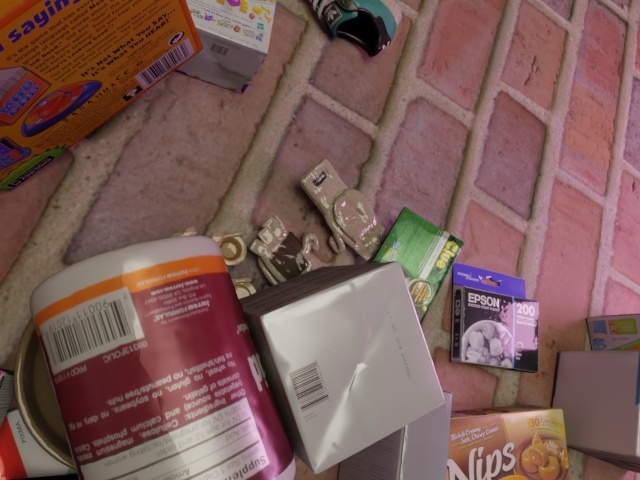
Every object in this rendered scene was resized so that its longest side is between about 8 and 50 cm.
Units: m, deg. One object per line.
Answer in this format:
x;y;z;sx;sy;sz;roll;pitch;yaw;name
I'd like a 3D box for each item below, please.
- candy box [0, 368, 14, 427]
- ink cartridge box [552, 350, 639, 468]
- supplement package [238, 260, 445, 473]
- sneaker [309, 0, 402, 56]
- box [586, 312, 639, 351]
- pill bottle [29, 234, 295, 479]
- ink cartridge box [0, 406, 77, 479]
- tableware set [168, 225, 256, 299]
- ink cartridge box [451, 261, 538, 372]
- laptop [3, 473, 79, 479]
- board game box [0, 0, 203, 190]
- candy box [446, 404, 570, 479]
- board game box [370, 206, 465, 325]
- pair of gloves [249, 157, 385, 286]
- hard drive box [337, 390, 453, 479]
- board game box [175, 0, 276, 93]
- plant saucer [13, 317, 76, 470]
-0.481;0.252;0.587;0.159;0.071;0.233;16;70;-8;candy box
0.660;0.367;1.057;0.270;0.197;0.198;25;69;-19;ink cartridge box
-0.001;0.157;0.728;0.198;0.263;0.199;-20;93;-22;supplement package
0.028;-0.489;1.003;0.302;0.108;0.121;32;62;-18;sneaker
0.718;0.217;1.117;0.103;0.203;0.114;1;78;-26;box
-0.161;0.211;0.581;0.224;0.224;0.392;-17;81;-28;pill bottle
-0.359;0.299;0.662;0.225;0.056;0.181;-19;87;-30;ink cartridge box
-0.176;0.056;0.825;0.141;0.020;0.168;-8;82;-27;tableware set
0.363;0.158;1.050;0.206;0.045;0.208;12;72;-23;ink cartridge box
-0.229;0.534;0.656;0.382;0.236;0.408;6;54;-25;laptop
-0.397;-0.307;0.550;0.356;0.356;0.356;-38;97;-4;board game box
0.318;0.412;0.943;0.316;0.087;0.183;5;76;-24;candy box
0.149;0.077;0.932;0.136;0.030;0.259;31;73;5;board game box
0.000;0.000;0.910;0.204;0.042;0.240;43;69;-16;pair of gloves
0.110;0.348;0.805;0.089;0.181;0.232;16;72;-22;hard drive box
-0.160;-0.427;0.877;0.144;0.142;0.275;14;73;-22;board game box
-0.261;0.173;0.695;0.278;0.041;0.278;15;62;-30;plant saucer
